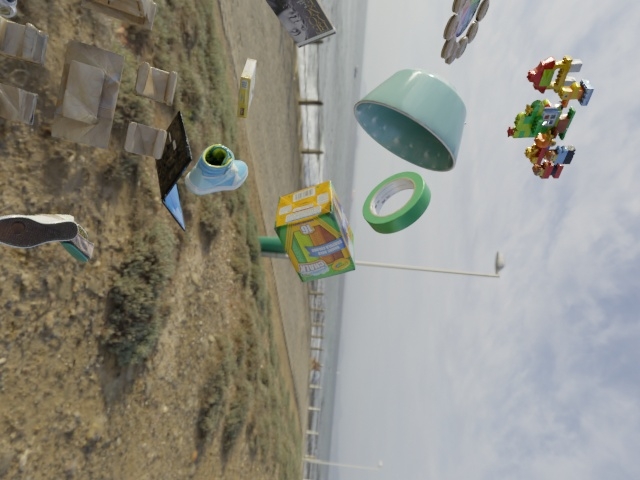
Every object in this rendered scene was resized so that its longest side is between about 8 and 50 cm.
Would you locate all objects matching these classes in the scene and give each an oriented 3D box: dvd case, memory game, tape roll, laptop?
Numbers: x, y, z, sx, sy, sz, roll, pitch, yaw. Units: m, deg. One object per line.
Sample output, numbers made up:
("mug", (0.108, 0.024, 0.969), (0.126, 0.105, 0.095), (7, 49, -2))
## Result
("dvd case", (-0.066, -0.791, 1.593), (0.221, 0.164, 0.018), (41, 50, -49))
("memory game", (0.237, -0.366, 0.700), (0.186, 0.012, 0.186), (-50, 159, -26))
("tape roll", (0.347, -0.177, 2.080), (0.077, 0.321, 0.322), (47, 33, -32))
("laptop", (-0.420, -0.206, 1.375), (0.264, 0.136, 0.235), (-46, -131, 27))

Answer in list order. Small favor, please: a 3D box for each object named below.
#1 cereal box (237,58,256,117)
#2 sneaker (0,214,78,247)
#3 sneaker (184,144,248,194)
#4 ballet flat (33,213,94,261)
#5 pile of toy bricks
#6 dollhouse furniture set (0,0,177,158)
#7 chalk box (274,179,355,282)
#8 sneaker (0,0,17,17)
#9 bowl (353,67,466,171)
("cereal box", (-0.313, -0.653, 1.934), (0.240, 0.047, 0.173), (-90, -170, -51))
("sneaker", (-0.981, -0.032, 1.517), (0.290, 0.122, 0.106), (3, 95, -66))
("sneaker", (-0.371, -0.299, 1.803), (0.208, 0.127, 0.319), (-45, 173, 38))
("ballet flat", (-1.000, -0.036, 1.782), (0.316, 0.107, 0.106), (80, 20, -56))
("pile of toy bricks", (0.390, -0.207, 0.810), (0.212, 0.104, 0.118), (85, 5, -48))
("dollhouse furniture set", (-0.522, -0.424, 1.067), (0.256, 0.361, 0.395), (-146, -110, -69))
("chalk box", (0.000, 0.000, 1.385), (0.179, 0.180, 0.289), (-88, 158, -53))
("sneaker", (-0.797, -0.723, 1.064), (0.137, 0.210, 0.366), (-68, 176, -73))
("bowl", (0.260, -0.336, 1.204), (0.163, 0.311, 0.311), (-58, 175, -2))
